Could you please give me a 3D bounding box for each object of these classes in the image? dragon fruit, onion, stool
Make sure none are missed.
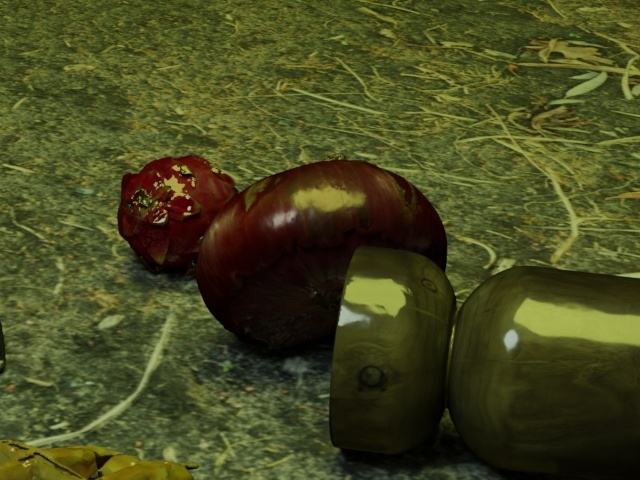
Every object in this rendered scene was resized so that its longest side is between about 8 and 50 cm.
[{"bbox_3d":[-0.155,-0.029,1.665,0.136,0.133,0.166,49,34,0],"label":"dragon fruit"},{"bbox_3d":[0.000,0.011,1.465,0.248,0.248,0.161,-7,43,-22],"label":"onion"},{"bbox_3d":[0.152,0.106,1.304,0.264,0.179,0.179,6,24,9],"label":"stool"}]

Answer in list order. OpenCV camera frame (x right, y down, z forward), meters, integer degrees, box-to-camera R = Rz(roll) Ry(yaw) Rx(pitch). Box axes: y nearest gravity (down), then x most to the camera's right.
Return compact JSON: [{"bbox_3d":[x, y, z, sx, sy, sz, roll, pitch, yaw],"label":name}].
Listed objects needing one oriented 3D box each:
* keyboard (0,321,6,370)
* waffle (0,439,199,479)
[{"bbox_3d":[-0.416,0.105,1.446,0.230,0.025,0.093,-4,27,-15],"label":"keyboard"},{"bbox_3d":[-0.234,0.243,1.072,0.382,0.095,0.379,2,21,-6],"label":"waffle"}]
